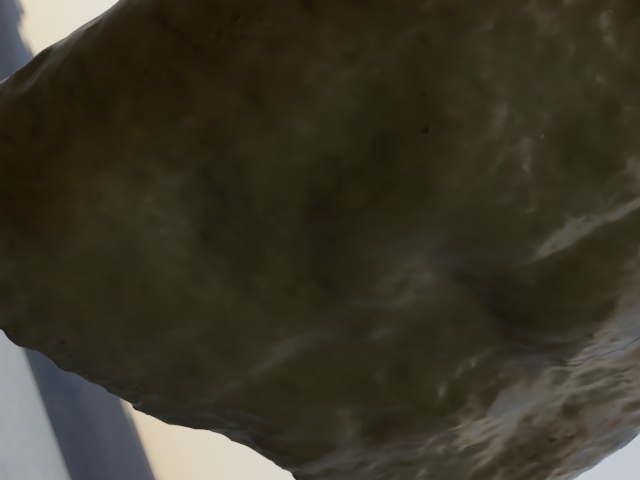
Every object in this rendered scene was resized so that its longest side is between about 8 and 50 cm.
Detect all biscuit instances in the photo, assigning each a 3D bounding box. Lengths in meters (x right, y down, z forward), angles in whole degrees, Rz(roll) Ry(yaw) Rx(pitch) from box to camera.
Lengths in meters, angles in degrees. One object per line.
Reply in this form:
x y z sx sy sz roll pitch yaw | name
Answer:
0.065 -0.002 0.949 0.429 0.446 0.104 39 35 -34 | biscuit
